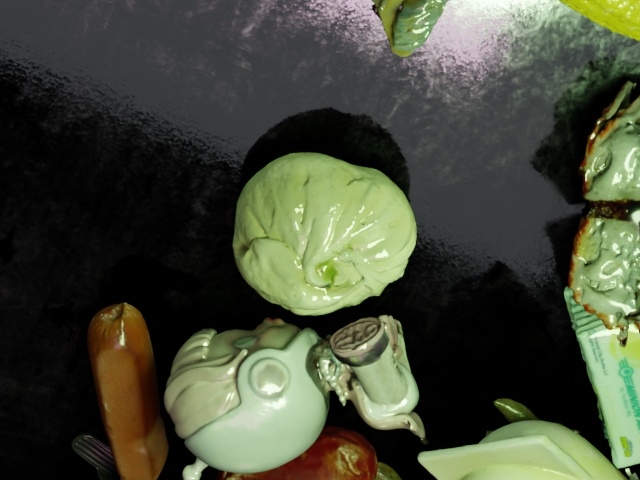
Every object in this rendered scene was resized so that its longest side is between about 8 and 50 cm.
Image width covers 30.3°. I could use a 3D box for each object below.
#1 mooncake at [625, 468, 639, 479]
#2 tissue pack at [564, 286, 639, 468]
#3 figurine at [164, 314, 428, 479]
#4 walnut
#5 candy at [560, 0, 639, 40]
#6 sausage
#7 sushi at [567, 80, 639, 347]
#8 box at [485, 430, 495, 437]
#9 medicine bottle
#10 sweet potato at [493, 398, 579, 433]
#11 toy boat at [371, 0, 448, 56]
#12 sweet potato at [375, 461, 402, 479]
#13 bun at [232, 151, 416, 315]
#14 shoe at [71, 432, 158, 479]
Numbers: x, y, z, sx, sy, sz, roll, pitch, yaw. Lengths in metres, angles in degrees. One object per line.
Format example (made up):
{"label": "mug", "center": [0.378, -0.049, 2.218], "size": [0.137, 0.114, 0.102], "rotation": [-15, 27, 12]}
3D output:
{"label": "mooncake", "center": [0.661, 0.343, 1.880], "size": [0.347, 0.057, 0.150], "rotation": [-25, 107, 8]}
{"label": "tissue pack", "center": [0.571, 0.148, 1.685], "size": [0.388, 0.162, 0.287], "rotation": [-17, 124, 11]}
{"label": "figurine", "center": [-0.044, 0.211, 1.661], "size": [0.361, 0.211, 0.253], "rotation": [-10, 161, 9]}
{"label": "walnut", "center": [-0.050, 0.386, 1.829], "size": [0.269, 0.244, 0.221], "rotation": [11, 84, 2]}
{"label": "candy", "center": [0.365, -0.302, 1.435], "size": [0.199, 0.094, 0.106], "rotation": [29, 153, -23]}
{"label": "sausage", "center": [-0.289, 0.240, 1.784], "size": [0.094, 0.097, 0.348], "rotation": [4, 124, 9]}
{"label": "sushi", "center": [0.399, -0.036, 1.524], "size": [0.130, 0.124, 0.332], "rotation": [15, 102, 34]}
{"label": "box", "center": [0.302, 0.343, 1.884], "size": [0.083, 0.035, 0.079], "rotation": [3, 123, -3]}
{"label": "medicine bottle", "center": [0.346, 0.409, 1.766], "size": [0.236, 0.235, 0.406], "rotation": [-34, 122, 20]}
{"label": "sweet potato", "center": [0.331, 0.285, 1.846], "size": [0.153, 0.038, 0.041], "rotation": [24, 142, -17]}
{"label": "toy boat", "center": [0.205, -0.402, 1.349], "size": [0.162, 0.136, 0.445], "rotation": [25, 119, -21]}
{"label": "sweet potato", "center": [0.171, 0.427, 1.926], "size": [0.233, 0.062, 0.081], "rotation": [22, 105, -10]}
{"label": "bun", "center": [0.000, 0.000, 1.592], "size": [0.259, 0.160, 0.259], "rotation": [2, 122, 3]}
{"label": "shoe", "center": [-0.333, 0.368, 1.892], "size": [0.159, 0.053, 0.062], "rotation": [40, 111, -20]}
